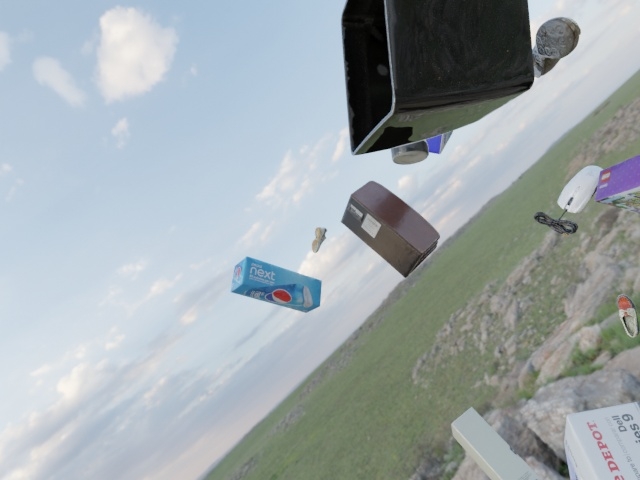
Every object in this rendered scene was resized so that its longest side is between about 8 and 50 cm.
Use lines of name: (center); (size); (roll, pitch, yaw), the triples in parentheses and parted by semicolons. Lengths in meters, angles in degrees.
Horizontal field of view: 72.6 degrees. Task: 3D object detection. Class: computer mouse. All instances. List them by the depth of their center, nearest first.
computer mouse: (0.649, -0.111, 1.117); (0.042, 0.106, 0.193); (19, -74, -49)

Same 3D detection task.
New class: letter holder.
letter holder: (0.260, -0.066, 1.479); (0.214, 0.302, 0.152); (-38, -19, -31)

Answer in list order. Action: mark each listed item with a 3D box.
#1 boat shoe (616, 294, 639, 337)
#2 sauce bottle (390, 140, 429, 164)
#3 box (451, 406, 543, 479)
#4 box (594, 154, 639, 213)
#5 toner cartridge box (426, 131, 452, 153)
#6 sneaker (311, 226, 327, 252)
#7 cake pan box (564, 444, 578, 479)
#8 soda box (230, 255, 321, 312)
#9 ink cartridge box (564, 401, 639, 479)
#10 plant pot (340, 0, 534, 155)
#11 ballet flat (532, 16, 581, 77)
boat shoe: (0.996, 0.245, 1.411); (0.043, 0.137, 0.049); (-3, -11, -45)
sauce bottle: (0.156, -0.321, 0.854); (0.111, 0.345, 0.111); (-3, -10, -1)
box: (0.530, 0.659, 1.326); (0.094, 0.275, 0.113); (-32, -45, -12)
box: (0.536, -0.078, 0.540); (0.293, 0.200, 0.057); (123, 164, -81)
toner cartridge box: (0.362, -0.451, 1.286); (0.165, 0.075, 0.348); (-52, -31, -42)
sneaker: (0.000, 0.000, 1.265); (0.036, 0.032, 0.084); (-7, -55, -37)
cake pan box: (0.682, 0.657, 1.033); (0.070, 0.267, 0.245); (-28, 7, 30)
soda box: (-0.101, 0.109, 1.035); (0.209, 0.071, 0.067); (20, -32, -28)
ink cartridge box: (0.560, 0.359, 0.654); (0.288, 0.211, 0.122); (-16, -52, 11)
plant pot: (0.126, -0.213, 0.494); (0.166, 0.188, 0.187); (-5, -2, -9)
ballet flat: (0.501, -0.416, 0.931); (0.058, 0.084, 0.250); (-36, -7, 12)
